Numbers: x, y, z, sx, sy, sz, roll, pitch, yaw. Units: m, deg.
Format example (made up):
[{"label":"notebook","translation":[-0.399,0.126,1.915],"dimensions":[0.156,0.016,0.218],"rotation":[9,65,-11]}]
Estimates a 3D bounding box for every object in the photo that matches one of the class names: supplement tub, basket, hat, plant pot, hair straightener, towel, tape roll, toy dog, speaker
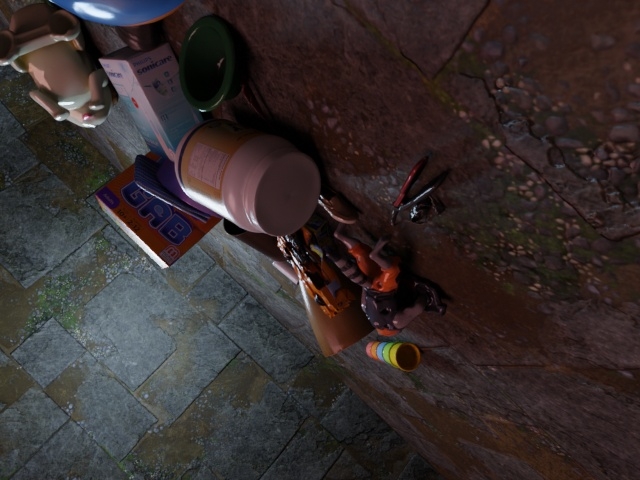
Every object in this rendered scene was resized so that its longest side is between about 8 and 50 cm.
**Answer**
[{"label":"supplement tub","translation":[-0.175,-0.153,0.999],"dimensions":[0.316,0.228,0.228],"rotation":[27,154,38]},{"label":"basket","translation":[-0.162,-0.041,1.287],"dimensions":[0.154,0.204,0.227],"rotation":[14,156,34]},{"label":"hat","translation":[-0.183,-0.353,0.915],"dimensions":[0.173,0.183,0.208],"rotation":[21,109,34]},{"label":"plant pot","translation":[0.045,0.194,1.327],"dimensions":[0.254,0.237,0.237],"rotation":[58,160,3]},{"label":"hair straightener","translation":[0.178,-0.064,0.765],"dimensions":[0.089,0.047,0.230],"rotation":[41,160,8]},{"label":"towel","translation":[-0.484,-0.180,1.358],"dimensions":[0.243,0.040,0.336],"rotation":[31,-171,-31]},{"label":"tape roll","translation":[-0.385,-0.183,1.360],"dimensions":[0.275,0.090,0.275],"rotation":[34,-170,-7]},{"label":"toy dog","translation":[-0.917,-0.584,1.497],"dimensions":[0.395,0.284,0.408],"rotation":[48,164,29]},{"label":"speaker","translation":[-0.127,0.120,1.709],"dimensions":[0.136,0.055,0.055],"rotation":[37,159,15]}]

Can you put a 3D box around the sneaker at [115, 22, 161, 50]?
[{"label":"sneaker","translation":[-0.489,-0.577,0.963],"dimensions":[0.286,0.109,0.130],"rotation":[36,154,-5]}]

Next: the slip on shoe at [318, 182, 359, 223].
[{"label":"slip on shoe","translation":[0.035,-0.091,0.992],"dimensions":[0.135,0.051,0.041],"rotation":[42,149,23]}]

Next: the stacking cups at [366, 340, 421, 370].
[{"label":"stacking cups","translation":[0.255,0.404,1.526],"dimensions":[0.096,0.096,0.316],"rotation":[45,165,-3]}]

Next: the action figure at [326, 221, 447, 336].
[{"label":"action figure","translation":[0.120,0.107,1.050],"dimensions":[0.341,0.178,0.330],"rotation":[14,135,53]}]

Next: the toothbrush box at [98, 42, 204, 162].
[{"label":"toothbrush box","translation":[-0.451,-0.383,1.168],"dimensions":[0.216,0.126,0.295],"rotation":[26,144,41]}]

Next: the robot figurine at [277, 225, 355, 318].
[{"label":"robot figurine","translation":[-0.024,0.075,1.162],"dimensions":[0.291,0.085,0.211],"rotation":[55,165,10]}]

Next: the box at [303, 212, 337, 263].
[{"label":"box","translation":[0.000,0.000,1.225],"dimensions":[0.059,0.054,0.169],"rotation":[31,156,32]}]

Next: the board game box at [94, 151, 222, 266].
[{"label":"board game box","translation":[-0.613,-0.136,1.681],"dimensions":[0.356,0.356,0.356],"rotation":[49,160,-13]}]

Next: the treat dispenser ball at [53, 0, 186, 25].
[{"label":"treat dispenser ball","translation":[-0.283,-0.439,0.541],"dimensions":[0.288,0.288,0.288],"rotation":[37,159,17]}]
